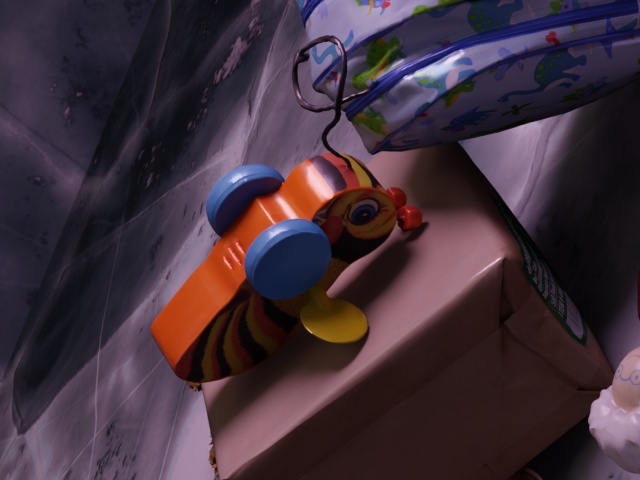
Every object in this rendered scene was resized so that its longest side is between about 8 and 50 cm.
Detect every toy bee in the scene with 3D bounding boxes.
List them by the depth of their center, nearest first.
[{"bbox_3d":[0.000,0.000,1.473,0.298,0.162,0.195,-40,52,37],"label":"toy bee"}]

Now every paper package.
[{"bbox_3d":[0.056,0.089,1.583,0.309,0.168,0.325,-40,23,9],"label":"paper package"}]

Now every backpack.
[{"bbox_3d":[0.153,-0.205,1.535,0.290,0.355,0.273,159,114,-64],"label":"backpack"}]

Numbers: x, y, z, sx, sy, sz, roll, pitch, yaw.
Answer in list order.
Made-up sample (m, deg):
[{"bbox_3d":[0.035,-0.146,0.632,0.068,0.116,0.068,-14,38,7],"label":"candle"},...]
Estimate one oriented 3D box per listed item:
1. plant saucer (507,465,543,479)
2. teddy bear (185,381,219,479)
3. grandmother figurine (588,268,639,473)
[{"bbox_3d":[0.140,0.278,1.465,0.198,0.036,0.198,-50,25,33],"label":"plant saucer"},{"bbox_3d":[-0.026,0.155,1.941,0.338,0.113,0.245,0,73,59],"label":"teddy bear"},{"bbox_3d":[0.288,0.009,1.327,0.342,0.104,0.208,-65,12,-8],"label":"grandmother figurine"}]
